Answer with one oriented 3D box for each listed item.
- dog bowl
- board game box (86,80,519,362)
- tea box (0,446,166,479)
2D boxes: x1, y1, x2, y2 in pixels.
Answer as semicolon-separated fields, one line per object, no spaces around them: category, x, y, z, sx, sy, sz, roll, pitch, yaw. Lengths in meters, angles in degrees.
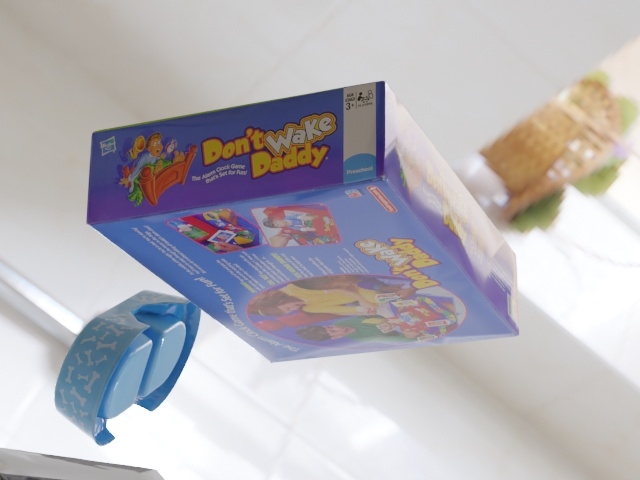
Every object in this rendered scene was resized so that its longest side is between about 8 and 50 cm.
dog bowl;-0.251;0.155;2.179;0.297;0.074;0.166;-35;146;-67
board game box;0.000;0.000;1.335;0.233;0.347;0.078;-8;-114;20
tea box;-0.255;0.427;1.697;0.323;0.220;0.329;38;-67;59
